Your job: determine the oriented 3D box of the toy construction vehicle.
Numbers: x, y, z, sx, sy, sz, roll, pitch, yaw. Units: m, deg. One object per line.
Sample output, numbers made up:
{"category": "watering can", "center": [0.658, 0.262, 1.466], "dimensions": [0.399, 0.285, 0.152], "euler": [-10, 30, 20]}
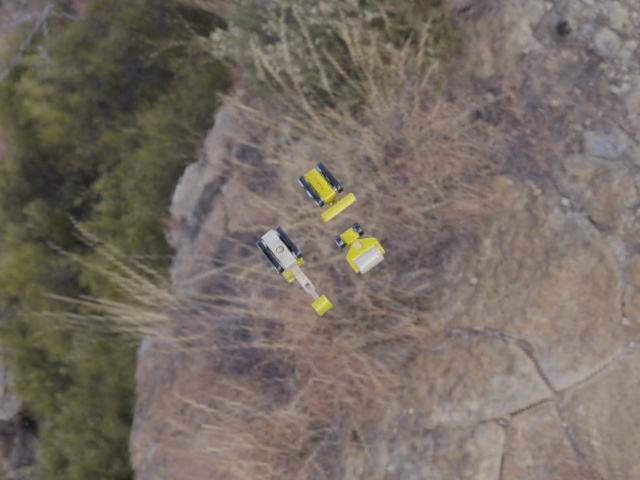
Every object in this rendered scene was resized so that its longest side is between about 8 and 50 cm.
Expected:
{"category": "toy construction vehicle", "center": [0.000, 0.000, 0.814], "dimensions": [0.086, 0.035, 0.098], "euler": [-39, 69, -5]}
